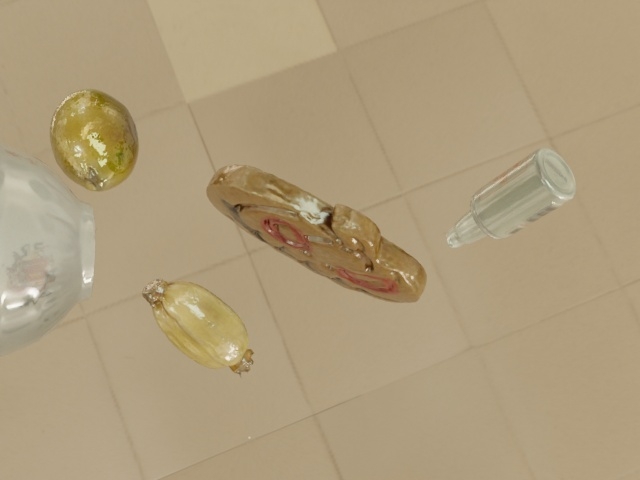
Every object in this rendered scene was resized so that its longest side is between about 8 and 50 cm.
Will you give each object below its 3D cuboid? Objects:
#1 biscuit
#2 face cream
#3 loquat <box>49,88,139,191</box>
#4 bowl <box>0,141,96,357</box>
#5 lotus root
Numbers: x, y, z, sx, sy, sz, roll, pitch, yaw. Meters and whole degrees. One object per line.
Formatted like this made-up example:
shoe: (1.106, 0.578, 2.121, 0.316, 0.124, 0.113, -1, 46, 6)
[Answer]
biscuit: (-0.001, 0.001, 1.326, 0.367, 0.314, 0.063, 31, 78, -18)
face cream: (0.316, -0.058, 1.536, 0.101, 0.251, 0.101, 22, 51, -30)
loquat: (-0.374, -0.163, 1.469, 0.152, 0.152, 0.195, -3, 58, -5)
bowl: (-0.234, 0.010, 0.737, 0.086, 0.189, 0.189, 1, 77, -20)
lotus root: (-0.118, 0.088, 0.905, 0.150, 0.073, 0.062, 46, 41, -26)
